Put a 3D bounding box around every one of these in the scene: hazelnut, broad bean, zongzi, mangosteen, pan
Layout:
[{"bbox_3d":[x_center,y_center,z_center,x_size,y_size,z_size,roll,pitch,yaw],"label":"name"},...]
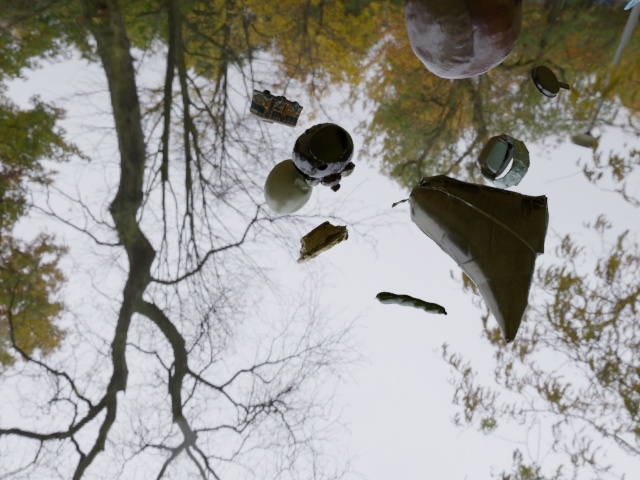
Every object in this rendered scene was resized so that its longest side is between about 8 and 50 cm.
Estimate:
[{"bbox_3d":[0.477,-0.751,1.636,0.421,0.420,0.353,6,-177,-8],"label":"hazelnut"},{"bbox_3d":[0.304,0.212,1.679,0.256,0.052,0.052,15,-151,-8],"label":"broad bean"},{"bbox_3d":[0.388,0.018,1.480,0.500,0.218,0.467,17,-124,23],"label":"zongzi"},{"bbox_3d":[0.022,-0.346,2.079,0.288,0.287,0.233,4,165,-16],"label":"mangosteen"},{"bbox_3d":[0.880,-0.596,1.877,0.235,0.028,0.136,-5,-106,-34],"label":"pan"}]

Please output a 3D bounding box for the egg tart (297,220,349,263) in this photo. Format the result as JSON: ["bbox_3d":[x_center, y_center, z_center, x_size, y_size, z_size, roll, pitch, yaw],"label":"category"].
[{"bbox_3d":[0.000,0.000,1.862,0.106,0.241,0.241,58,-142,-2],"label":"egg tart"}]

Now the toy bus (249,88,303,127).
[{"bbox_3d":[-0.159,-0.460,1.746,0.091,0.103,0.182,34,-161,33],"label":"toy bus"}]

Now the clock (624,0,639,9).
[{"bbox_3d":[0.933,-0.737,1.320,0.224,0.274,0.094,-21,-103,-17],"label":"clock"}]

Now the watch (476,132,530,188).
[{"bbox_3d":[0.876,-0.370,2.355,0.162,0.253,0.241,26,-173,-23],"label":"watch"}]

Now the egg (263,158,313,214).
[{"bbox_3d":[-0.143,-0.242,2.259,0.219,0.269,0.219,25,174,3],"label":"egg"}]
